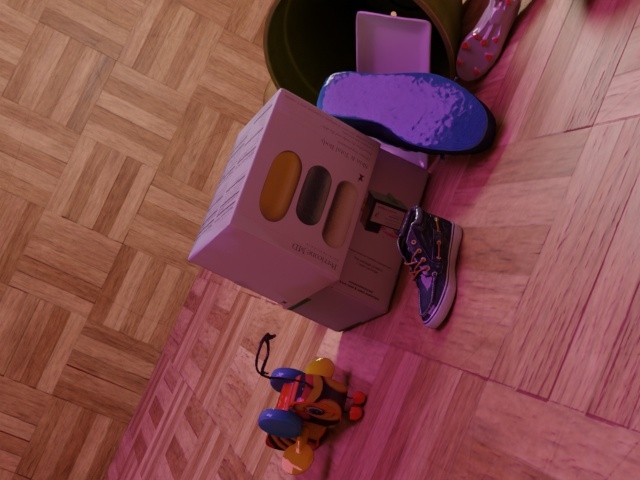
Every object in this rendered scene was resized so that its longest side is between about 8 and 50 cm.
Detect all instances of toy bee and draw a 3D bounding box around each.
[{"bbox_3d":[-0.016,0.271,1.338,0.298,0.162,0.195,74,-152,-74],"label":"toy bee"}]

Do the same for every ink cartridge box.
[{"bbox_3d":[0.066,0.000,1.505,0.201,0.117,0.278,-35,32,62],"label":"ink cartridge box"}]

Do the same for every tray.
[{"bbox_3d":[0.132,-0.262,1.490,0.030,0.145,0.270,-38,-44,-44],"label":"tray"}]

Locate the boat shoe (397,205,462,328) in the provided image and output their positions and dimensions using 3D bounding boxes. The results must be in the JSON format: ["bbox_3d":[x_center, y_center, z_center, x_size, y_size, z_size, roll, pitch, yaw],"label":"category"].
[{"bbox_3d":[0.147,0.037,1.222,0.065,0.083,0.183,-48,22,49],"label":"boat shoe"}]

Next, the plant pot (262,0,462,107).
[{"bbox_3d":[0.126,-0.432,1.655,0.366,0.366,0.353,-49,10,47],"label":"plant pot"}]

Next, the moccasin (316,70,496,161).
[{"bbox_3d":[0.151,-0.213,1.403,0.342,0.116,0.138,27,91,40],"label":"moccasin"}]

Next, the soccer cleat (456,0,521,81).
[{"bbox_3d":[0.293,-0.359,1.440,0.076,0.068,0.196,-28,-33,-59],"label":"soccer cleat"}]

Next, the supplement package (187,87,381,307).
[{"bbox_3d":[-0.058,-0.063,1.408,0.198,0.199,0.263,-34,34,58],"label":"supplement package"}]

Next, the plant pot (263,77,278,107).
[{"bbox_3d":[-0.004,-0.378,2.090,0.254,0.237,0.237,134,158,-71],"label":"plant pot"}]
